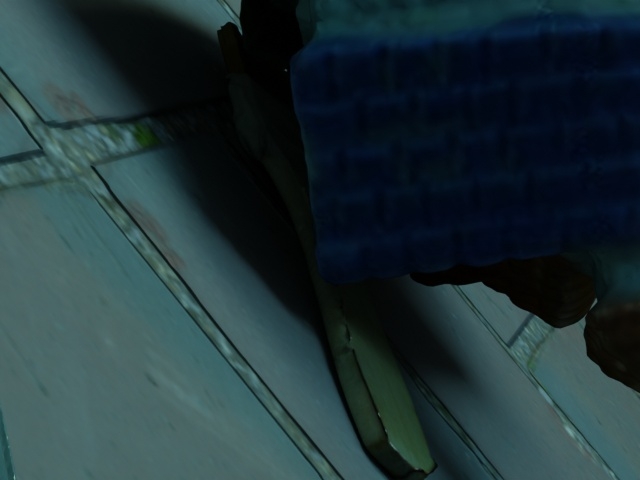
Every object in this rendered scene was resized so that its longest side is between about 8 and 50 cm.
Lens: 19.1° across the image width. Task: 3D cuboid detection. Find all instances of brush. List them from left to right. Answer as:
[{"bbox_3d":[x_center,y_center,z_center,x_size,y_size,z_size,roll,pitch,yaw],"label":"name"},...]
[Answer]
[{"bbox_3d":[0.000,0.000,0.947,0.085,0.020,0.336,40,19,-35],"label":"brush"}]

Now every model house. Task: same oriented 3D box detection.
[{"bbox_3d":[0.085,-0.057,0.949,0.295,0.251,0.329,79,0,-74],"label":"model house"}]

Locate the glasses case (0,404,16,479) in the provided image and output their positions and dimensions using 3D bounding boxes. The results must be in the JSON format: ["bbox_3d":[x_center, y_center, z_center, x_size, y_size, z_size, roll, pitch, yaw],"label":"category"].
[{"bbox_3d":[-0.143,-0.018,0.546,0.266,0.056,0.105,-113,-179,-48],"label":"glasses case"}]
